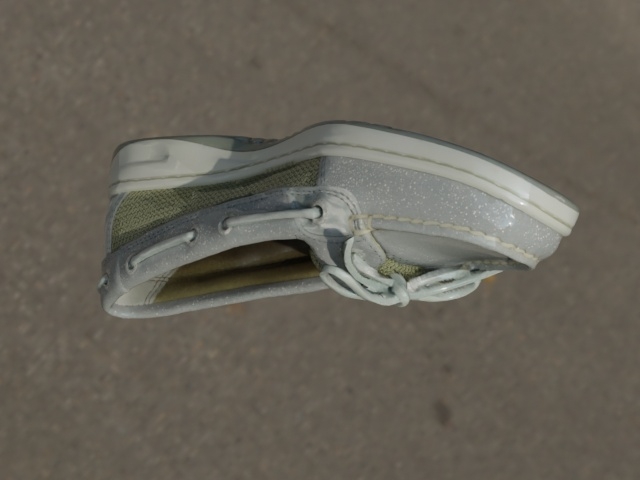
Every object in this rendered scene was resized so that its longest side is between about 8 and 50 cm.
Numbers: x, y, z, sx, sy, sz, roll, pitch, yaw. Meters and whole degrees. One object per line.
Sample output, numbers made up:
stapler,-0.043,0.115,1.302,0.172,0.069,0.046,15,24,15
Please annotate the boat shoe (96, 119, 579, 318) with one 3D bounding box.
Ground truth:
boat shoe,-0.003,-0.001,0.973,0.118,0.320,0.103,23,74,-48
